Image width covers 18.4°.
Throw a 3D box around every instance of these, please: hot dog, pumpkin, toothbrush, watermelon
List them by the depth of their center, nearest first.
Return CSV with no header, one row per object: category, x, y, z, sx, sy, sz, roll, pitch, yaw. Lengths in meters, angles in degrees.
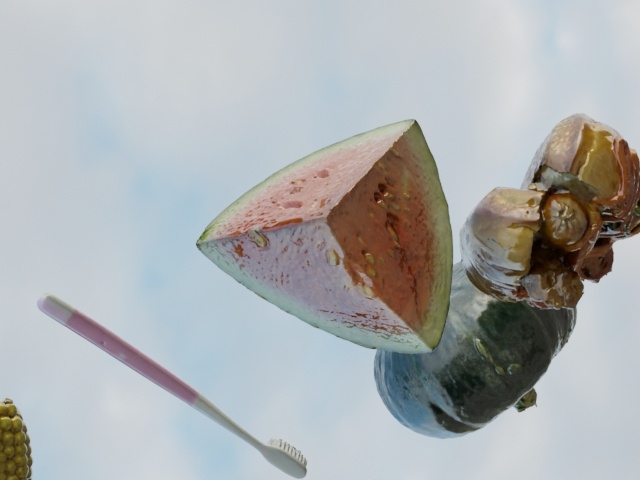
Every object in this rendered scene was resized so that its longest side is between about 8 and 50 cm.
watermelon,0.000,0.000,1.031,0.094,0.135,0.125,40,-135,-81
hot dog,0.192,-0.012,1.585,0.158,0.117,0.349,-45,-4,-1
toothbrush,-0.129,0.128,1.754,0.020,0.286,0.025,-51,11,24
pumpkin,0.151,0.101,1.890,0.152,0.211,0.212,46,-119,-15

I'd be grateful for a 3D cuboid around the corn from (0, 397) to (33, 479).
corn,-0.316,0.304,1.862,0.115,0.115,0.318,-16,-71,-52
